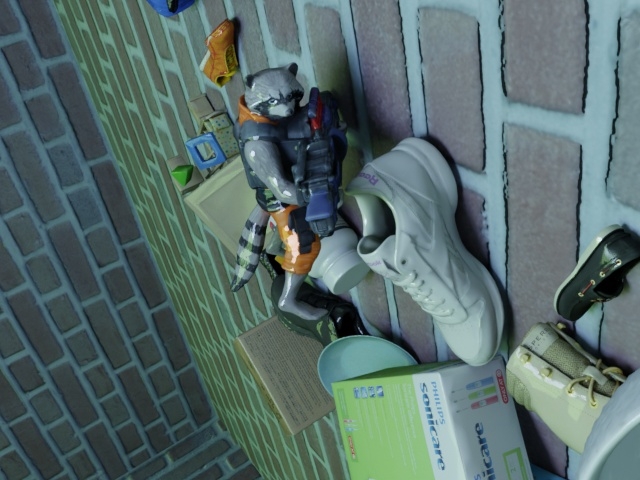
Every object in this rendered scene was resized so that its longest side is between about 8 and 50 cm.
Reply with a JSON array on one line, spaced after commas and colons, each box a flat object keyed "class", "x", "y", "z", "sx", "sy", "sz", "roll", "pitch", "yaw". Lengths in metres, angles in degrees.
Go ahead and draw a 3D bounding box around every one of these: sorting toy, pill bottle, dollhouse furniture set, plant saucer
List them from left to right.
[{"class": "dollhouse furniture set", "x": -0.264, "y": -0.215, "z": 1.312, "sx": 0.182, "sy": 0.161, "sz": 0.101, "roll": 59, "pitch": 157, "yaw": 4}, {"class": "sorting toy", "x": -0.150, "y": -0.064, "z": 1.261, "sx": 0.196, "sy": 0.047, "sz": 0.347, "roll": -31, "pitch": 108, "yaw": 32}, {"class": "pill bottle", "x": 0.000, "y": 0.000, "z": 1.066, "sx": 0.180, "sy": 0.108, "sz": 0.108, "roll": 51, "pitch": 155, "yaw": 26}, {"class": "plant saucer", "x": 0.093, "y": 0.233, "z": 1.129, "sx": 0.195, "sy": 0.037, "sz": 0.195, "roll": 9, "pitch": 126, "yaw": 13}]

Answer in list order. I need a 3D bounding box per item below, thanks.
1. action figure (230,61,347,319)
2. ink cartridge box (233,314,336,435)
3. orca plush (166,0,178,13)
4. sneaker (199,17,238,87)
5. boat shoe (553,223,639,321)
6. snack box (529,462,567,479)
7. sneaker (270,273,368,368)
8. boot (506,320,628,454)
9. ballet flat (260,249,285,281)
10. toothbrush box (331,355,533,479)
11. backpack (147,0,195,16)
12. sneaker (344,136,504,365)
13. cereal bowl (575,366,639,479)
[{"class": "action figure", "x": -0.053, "y": -0.059, "z": 0.821, "sx": 0.341, "sy": 0.179, "sz": 0.330, "roll": -84, "pitch": -8, "yaw": -64}, {"class": "ink cartridge box", "x": -0.044, "y": 0.263, "z": 1.339, "sx": 0.234, "sy": 0.193, "sz": 0.088, "roll": 59, "pitch": 159, "yaw": 10}, {"class": "orca plush", "x": -0.176, "y": -0.407, "z": 0.998, "sx": 0.102, "sy": 0.151, "sz": 0.287, "roll": 36, "pitch": 160, "yaw": -27}, {"class": "sneaker", "x": -0.172, "y": -0.339, "z": 1.136, "sx": 0.067, "sy": 0.064, "sz": 0.175, "roll": 41, "pitch": 162, "yaw": -2}, {"class": "boat shoe", "x": 0.271, "y": 0.043, "z": 0.619, "sx": 0.042, "sy": 0.049, "sz": 0.133, "roll": 57, "pitch": 153, "yaw": 33}, {"class": "snack box", "x": 0.379, "y": 0.479, "z": 0.860, "sx": 0.187, "sy": 0.060, "sz": 0.321, "roll": 5, "pitch": 120, "yaw": 62}, {"class": "sneaker", "x": 0.013, "y": 0.151, "z": 1.237, "sx": 0.286, "sy": 0.109, "sz": 0.130, "roll": 40, "pitch": 144, "yaw": 23}, {"class": "boot", "x": 0.295, "y": 0.151, "z": 0.641, "sx": 0.203, "sy": 0.095, "sz": 0.262, "roll": 48, "pitch": 156, "yaw": 34}, {"class": "ballet flat", "x": -0.102, "y": 0.053, "z": 1.434, "sx": 0.049, "sy": 0.057, "sz": 0.173, "roll": -25, "pitch": 94, "yaw": 27}, {"class": "toothbrush box", "x": 0.153, "y": 0.292, "z": 0.930, "sx": 0.283, "sy": 0.122, "sz": 0.206, "roll": -28, "pitch": 72, "yaw": 58}, {"class": "backpack", "x": -0.287, "y": -0.475, "z": 1.166, "sx": 0.120, "sy": 0.098, "sz": 0.101, "roll": 43, "pitch": 164, "yaw": 13}, {"class": "sneaker", "x": 0.123, "y": 0.034, "z": 0.789, "sx": 0.114, "sy": 0.152, "sz": 0.305, "roll": -8, "pitch": 110, "yaw": 60}, {"class": "cereal bowl", "x": 0.347, "y": 0.181, "z": 0.413, "sx": 0.339, "sy": 0.141, "sz": 0.338, "roll": 11, "pitch": 117, "yaw": 22}]
